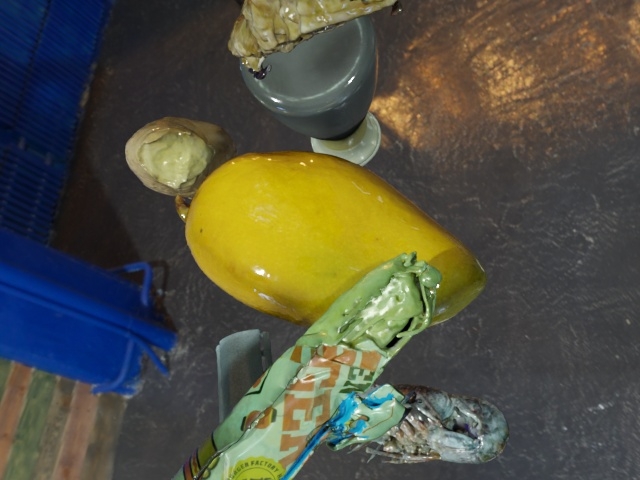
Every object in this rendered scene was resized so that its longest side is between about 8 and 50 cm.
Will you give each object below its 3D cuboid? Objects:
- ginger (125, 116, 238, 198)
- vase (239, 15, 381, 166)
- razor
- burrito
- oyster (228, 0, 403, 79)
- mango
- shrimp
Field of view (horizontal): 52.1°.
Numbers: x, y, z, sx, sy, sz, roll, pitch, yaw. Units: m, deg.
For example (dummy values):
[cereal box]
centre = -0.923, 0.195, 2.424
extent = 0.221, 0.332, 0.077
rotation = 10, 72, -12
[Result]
[ginger]
centre = -0.232, -0.138, 1.114
extent = 0.152, 0.267, 0.138
rotation = 17, 100, 12
[vase]
centre = 0.014, -0.203, 0.944
extent = 0.173, 0.321, 0.173
rotation = -3, 77, 12
[razor]
centre = -0.050, 0.205, 0.785
extent = 0.068, 0.232, 0.106
rotation = -17, 53, 11
[burrito]
centre = -0.002, 0.133, 0.509
extent = 0.288, 0.104, 0.054
rotation = -48, 13, -3
[oyster]
centre = 0.003, -0.195, 0.460
extent = 0.129, 0.078, 0.345
rotation = -53, 22, -9
[mango]
centre = 0.000, 0.000, 0.628
extent = 0.316, 0.119, 0.176
rotation = 21, 59, 18
[shrimp]
centre = 0.123, 0.297, 1.099
extent = 0.372, 0.172, 0.137
rotation = -3, 53, 13
